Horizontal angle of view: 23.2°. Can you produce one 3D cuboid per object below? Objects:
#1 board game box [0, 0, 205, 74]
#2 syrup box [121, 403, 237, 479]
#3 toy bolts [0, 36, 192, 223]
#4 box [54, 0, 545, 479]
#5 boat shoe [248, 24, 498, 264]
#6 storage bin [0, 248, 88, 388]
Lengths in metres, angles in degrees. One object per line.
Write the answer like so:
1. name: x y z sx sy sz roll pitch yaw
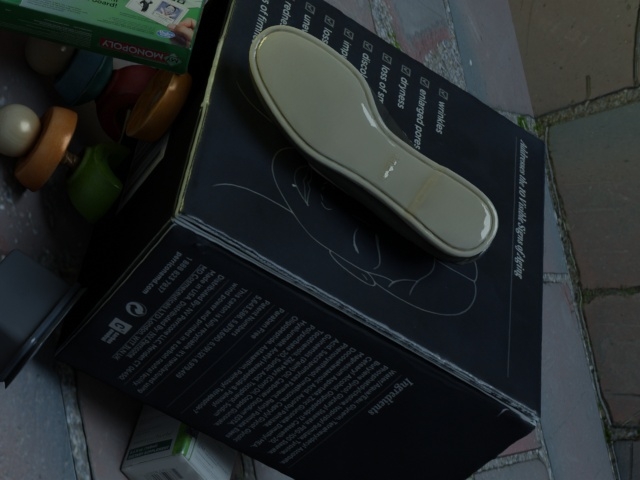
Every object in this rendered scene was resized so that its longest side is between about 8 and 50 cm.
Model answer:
1. board game box: -0.281 -0.310 1.735 0.046 0.317 0.213 109 -6 -49
2. syrup box: -0.149 0.200 1.880 0.096 0.093 0.237 52 35 -33
3. toy bolts: -0.266 -0.174 1.780 0.158 0.218 0.228 32 29 -21
4. box: 0.000 0.000 1.845 0.471 0.297 0.480 29 41 -18
5. boat shoe: 0.046 -0.092 1.683 0.335 0.095 0.112 42 74 0
6. storage bin: -0.326 0.079 1.647 0.091 0.098 0.135 39 36 -4
